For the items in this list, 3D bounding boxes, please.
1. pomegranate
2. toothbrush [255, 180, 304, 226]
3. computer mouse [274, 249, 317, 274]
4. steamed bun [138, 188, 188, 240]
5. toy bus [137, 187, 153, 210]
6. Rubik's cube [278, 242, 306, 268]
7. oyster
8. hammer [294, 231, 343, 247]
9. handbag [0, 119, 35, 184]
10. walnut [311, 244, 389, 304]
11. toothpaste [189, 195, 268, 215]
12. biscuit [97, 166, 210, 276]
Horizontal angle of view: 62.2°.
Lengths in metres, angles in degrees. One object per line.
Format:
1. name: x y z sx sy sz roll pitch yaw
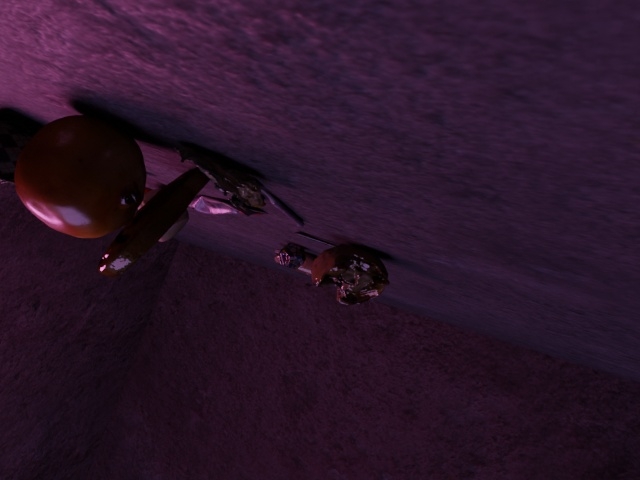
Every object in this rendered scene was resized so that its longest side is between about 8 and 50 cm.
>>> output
1. pomegranate: -0.495 -0.134 1.134 0.265 0.264 0.264 19 172 3
2. toothbrush: -0.109 -0.085 1.340 0.024 0.029 0.354 30 177 22
3. computer mouse: -0.080 0.091 2.224 0.237 0.081 0.145 21 173 5
4. steamed bun: -0.529 -0.097 1.817 0.169 0.153 0.239 59 167 -2
5. toy bus: -0.648 -0.153 1.970 0.195 0.081 0.089 16 162 26
6. Rubik's cube: -0.110 0.061 2.065 0.111 0.111 0.093 19 147 2
7. oyster: -0.208 -0.140 1.118 0.209 0.072 0.133 39 178 2
8. hammer: 0.000 0.000 1.690 0.178 0.021 0.065 21 172 10
9. handbag: -0.870 -0.245 1.585 0.317 0.180 0.416 23 178 -43
10. walnut: 0.095 0.089 1.612 0.204 0.141 0.238 -25 142 21
11. toothpaste: -0.300 -0.100 1.634 0.301 0.048 0.075 10 164 36
12. biscuit: -0.380 -0.064 1.230 0.063 0.314 0.367 44 -167 -18
